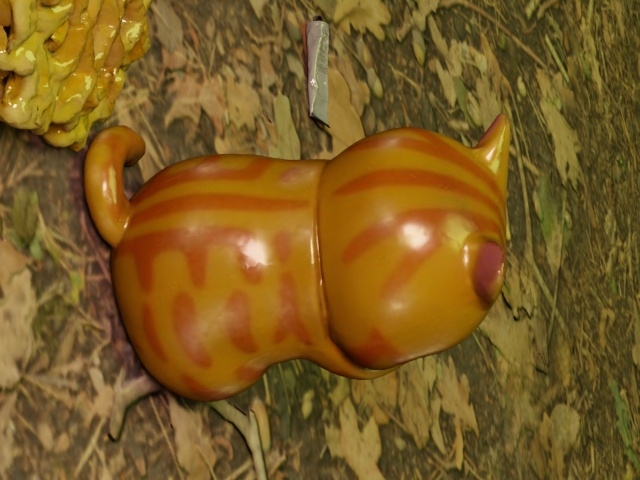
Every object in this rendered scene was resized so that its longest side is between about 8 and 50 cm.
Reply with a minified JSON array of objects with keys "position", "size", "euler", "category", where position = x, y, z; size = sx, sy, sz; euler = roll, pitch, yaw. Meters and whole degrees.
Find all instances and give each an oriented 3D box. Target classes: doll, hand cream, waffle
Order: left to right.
[{"position":[-0.139,-0.188,1.134],"size":[0.262,0.060,0.281],"euler":[-48,150,-80],"category":"waffle"},{"position":[-0.006,0.010,1.223],"size":[0.162,0.269,0.167],"euler":[69,19,-56],"category":"doll"},{"position":[-0.002,-0.140,1.557],"size":[0.030,0.019,0.093],"euler":[25,63,-61],"category":"hand cream"}]
